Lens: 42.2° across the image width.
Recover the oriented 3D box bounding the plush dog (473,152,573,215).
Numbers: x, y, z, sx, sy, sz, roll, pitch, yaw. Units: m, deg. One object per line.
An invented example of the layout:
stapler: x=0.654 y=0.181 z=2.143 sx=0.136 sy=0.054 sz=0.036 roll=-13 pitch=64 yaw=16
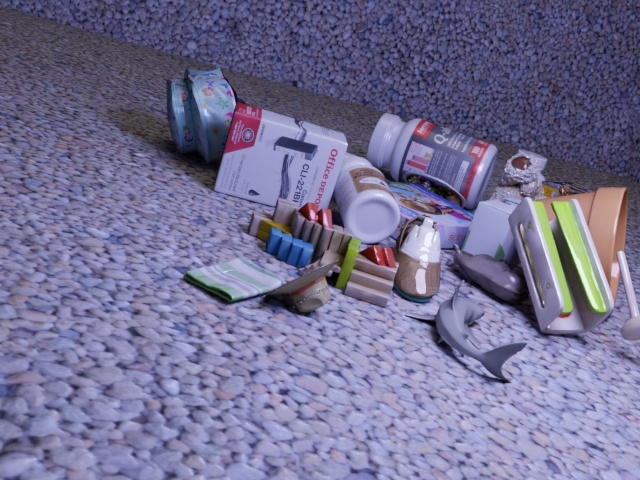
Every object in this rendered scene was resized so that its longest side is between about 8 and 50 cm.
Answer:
plush dog: x=0.569 y=-0.072 z=2.266 sx=0.225 sy=0.262 sz=0.210 roll=32 pitch=-5 yaw=19

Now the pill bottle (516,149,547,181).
pill bottle: x=0.593 y=-0.151 z=2.466 sx=0.124 sy=0.222 sz=0.124 roll=17 pitch=18 yaw=-5

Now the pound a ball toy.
pound a ball toy: x=0.528 y=0.074 z=1.721 sx=0.208 sy=0.136 sz=0.319 roll=1 pitch=57 yaw=-16

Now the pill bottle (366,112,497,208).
pill bottle: x=0.339 y=-0.251 z=2.542 sx=0.362 sy=0.210 sz=0.210 roll=22 pitch=18 yaw=14

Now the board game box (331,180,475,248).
board game box: x=0.241 y=-0.072 z=2.140 sx=0.318 sy=0.066 sz=0.318 roll=1 pitch=23 yaw=-42

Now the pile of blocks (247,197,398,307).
pile of blocks: x=0.000 y=0.000 z=1.617 sx=0.362 sy=0.113 sz=0.149 roll=26 pitch=19 yaw=25

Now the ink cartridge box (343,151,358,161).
ink cartridge box: x=0.024 y=-0.204 z=2.276 sx=0.135 sy=0.099 sz=0.056 roll=22 pitch=18 yaw=15

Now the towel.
towel: x=-0.145 y=0.064 z=1.419 sx=0.113 sy=0.023 sz=0.152 roll=22 pitch=17 yaw=27

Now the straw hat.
straw hat: x=-0.017 y=0.089 z=1.409 sx=0.144 sy=0.144 sz=0.061 roll=-19 pitch=83 yaw=-62

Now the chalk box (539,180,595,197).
chalk box: x=0.743 y=-0.060 z=2.417 sx=0.180 sy=0.179 sz=0.289 roll=30 pitch=20 yaw=36

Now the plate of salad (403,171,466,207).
plate of salad: x=0.324 y=-0.136 z=2.382 sx=0.199 sy=0.048 sz=0.200 roll=27 pitch=-10 yaw=5

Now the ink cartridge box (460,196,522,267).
ink cartridge box: x=0.435 y=-0.014 z=2.003 sx=0.092 sy=0.160 sz=0.219 roll=27 pitch=19 yaw=26

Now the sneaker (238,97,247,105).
sneaker: x=-0.240 y=-0.331 z=2.347 sx=0.081 sy=0.080 sz=0.211 roll=10 pitch=-26 yaw=11

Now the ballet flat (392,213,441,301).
ballet flat: x=0.211 y=0.016 z=1.754 sx=0.116 sy=0.124 sz=0.342 roll=19 pitch=18 yaw=4

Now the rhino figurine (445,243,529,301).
rhino figurine: x=0.367 y=0.067 z=1.839 sx=0.106 sy=0.073 sz=0.243 roll=5 pitch=20 yaw=-44

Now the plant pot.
plant pot: x=0.589 y=0.015 z=1.926 sx=0.203 sy=0.291 sz=0.291 roll=6 pitch=12 yaw=24

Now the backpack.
backpack: x=-0.290 y=-0.315 z=2.112 sx=0.191 sy=0.225 sz=0.253 roll=-14 pitch=31 yaw=-19

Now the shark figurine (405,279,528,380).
shark figurine: x=0.253 y=0.135 z=1.463 sx=0.166 sy=0.116 sz=0.278 roll=14 pitch=16 yaw=-8

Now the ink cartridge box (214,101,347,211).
ink cartridge box: x=-0.092 y=-0.184 z=1.940 sx=0.272 sy=0.197 sz=0.114 roll=14 pitch=19 yaw=-10

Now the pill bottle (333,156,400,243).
pill bottle: x=0.100 y=-0.103 z=1.939 sx=0.131 sy=0.131 sz=0.229 roll=12 pitch=28 yaw=-17
